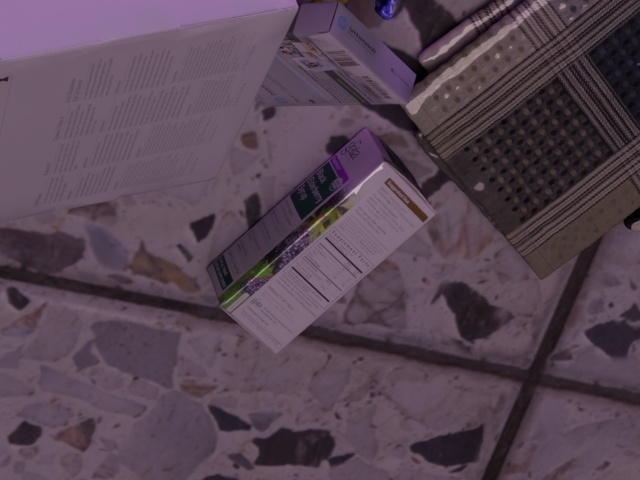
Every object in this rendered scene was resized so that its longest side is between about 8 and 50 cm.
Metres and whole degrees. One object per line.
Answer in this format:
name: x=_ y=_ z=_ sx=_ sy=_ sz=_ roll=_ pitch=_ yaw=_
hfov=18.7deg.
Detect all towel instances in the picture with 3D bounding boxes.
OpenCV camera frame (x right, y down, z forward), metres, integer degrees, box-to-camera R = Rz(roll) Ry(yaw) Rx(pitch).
towel: x=0.275 y=-0.152 z=2.104 sx=0.324 sy=0.056 sz=0.312 roll=-38 pitch=123 yaw=4

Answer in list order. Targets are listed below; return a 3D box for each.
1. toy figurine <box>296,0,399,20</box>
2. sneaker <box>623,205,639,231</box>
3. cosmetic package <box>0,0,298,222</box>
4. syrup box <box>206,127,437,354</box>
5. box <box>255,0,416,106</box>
toy figurine: x=0.017 y=-0.302 z=1.922 sx=0.362 sy=0.191 sz=0.217 roll=-3 pitch=159 yaw=-35
sneaker: x=0.424 y=-0.035 z=2.190 sx=0.161 sy=0.057 sz=0.075 roll=-27 pitch=115 yaw=-3
cosmetic package: x=-0.205 y=-0.141 z=1.798 sx=0.284 sy=0.097 sz=0.377 roll=-15 pitch=163 yaw=-20
syrup box: x=0.000 y=0.000 z=2.077 sx=0.237 sy=0.093 sz=0.096 roll=-42 pitch=119 yaw=9
box: x=-0.021 y=-0.181 z=1.917 sx=0.145 sy=0.186 sz=0.038 roll=38 pitch=61 yaw=-46
